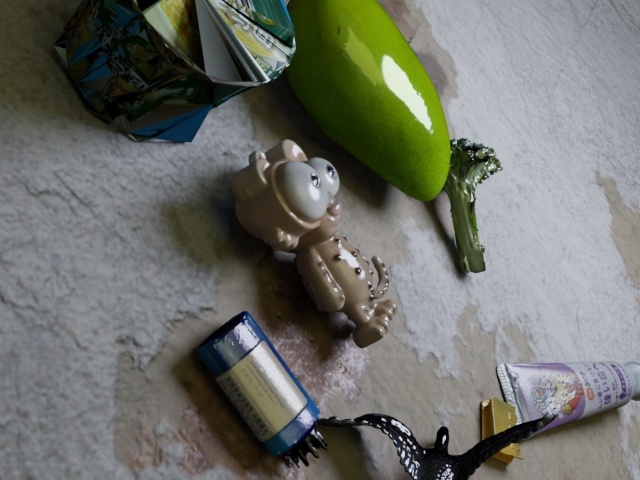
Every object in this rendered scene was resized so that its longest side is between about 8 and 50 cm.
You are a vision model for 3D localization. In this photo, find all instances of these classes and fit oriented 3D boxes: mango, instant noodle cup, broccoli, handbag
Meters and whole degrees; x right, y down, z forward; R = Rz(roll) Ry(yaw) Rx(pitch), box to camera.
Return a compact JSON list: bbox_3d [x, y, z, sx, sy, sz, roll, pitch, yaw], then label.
[{"bbox_3d":[0.069,-0.201,1.315,0.343,0.156,0.192,53,45,-11],"label":"mango"},{"bbox_3d":[-0.173,-0.235,1.085,0.240,0.178,0.240,22,54,-35],"label":"instant noodle cup"},{"bbox_3d":[0.215,-0.051,1.426,0.122,0.118,0.204,-2,85,-56],"label":"broccoli"},{"bbox_3d":[0.254,0.266,1.332,0.061,0.027,0.083,26,51,-30],"label":"handbag"}]

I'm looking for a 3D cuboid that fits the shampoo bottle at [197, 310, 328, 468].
[{"bbox_3d":[-0.059,0.173,1.066,0.183,0.050,0.087,55,39,-6],"label":"shampoo bottle"}]

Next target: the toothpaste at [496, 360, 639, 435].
[{"bbox_3d":[0.394,0.231,1.461,0.299,0.073,0.113,-1,69,-36],"label":"toothpaste"}]

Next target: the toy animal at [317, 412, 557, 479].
[{"bbox_3d":[0.130,0.277,1.154,0.273,0.197,0.160,8,73,8],"label":"toy animal"}]

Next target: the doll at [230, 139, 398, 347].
[{"bbox_3d":[0.000,0.002,1.173,0.278,0.119,0.154,51,29,-19],"label":"doll"}]
